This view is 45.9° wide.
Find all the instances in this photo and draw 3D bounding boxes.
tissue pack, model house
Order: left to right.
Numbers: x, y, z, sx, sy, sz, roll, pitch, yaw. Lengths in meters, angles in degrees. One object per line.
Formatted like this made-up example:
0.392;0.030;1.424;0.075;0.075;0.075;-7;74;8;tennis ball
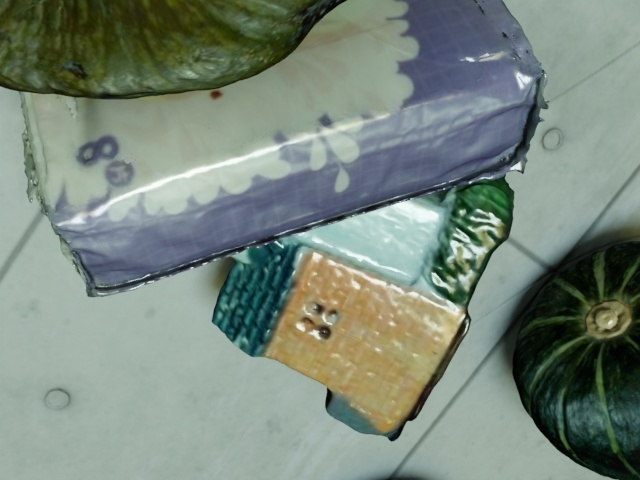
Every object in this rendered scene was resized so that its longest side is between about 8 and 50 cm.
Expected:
-0.044;-0.120;0.564;0.343;0.242;0.125;-18;148;-8;tissue pack
0.000;0.000;0.686;0.291;0.184;0.253;24;110;-9;model house

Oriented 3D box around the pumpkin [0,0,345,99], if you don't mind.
-0.133;-0.171;0.384;0.325;0.242;0.232;22;130;-27;pumpkin

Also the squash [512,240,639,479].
0.322;0.119;0.763;0.252;0.252;0.165;-42;121;3;squash
